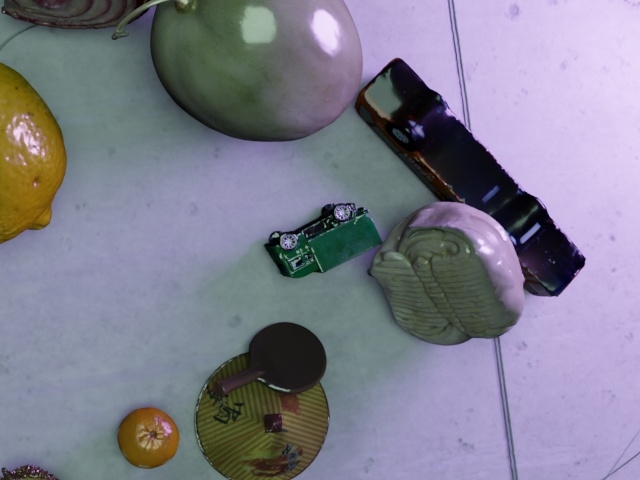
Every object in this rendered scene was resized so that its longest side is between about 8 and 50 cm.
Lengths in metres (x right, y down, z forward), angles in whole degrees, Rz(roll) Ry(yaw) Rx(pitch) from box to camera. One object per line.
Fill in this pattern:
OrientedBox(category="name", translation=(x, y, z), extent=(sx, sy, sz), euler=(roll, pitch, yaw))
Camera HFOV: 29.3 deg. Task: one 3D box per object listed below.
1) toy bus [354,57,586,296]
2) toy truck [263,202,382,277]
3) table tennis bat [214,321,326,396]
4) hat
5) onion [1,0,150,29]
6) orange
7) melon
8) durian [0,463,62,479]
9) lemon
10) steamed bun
OrientedBox(category="toy bus", translation=(0.212, -0.085, 1.750), extent=(0.409, 0.092, 0.093), euler=(46, 76, -9))
OrientedBox(category="toy truck", translation=(0.000, 0.000, 1.707), extent=(0.147, 0.065, 0.079), euler=(-25, 98, -15))
OrientedBox(category="table tennis bat", translation=(-0.054, 0.145, 1.638), extent=(0.170, 0.119, 0.107), euler=(-23, 67, -29))
OrientedBox(category="hat", translation=(-0.072, 0.248, 1.674), extent=(0.193, 0.082, 0.193), euler=(0, 89, -13))
OrientedBox(category="onion", translation=(-0.300, -0.397, 1.572), extent=(0.207, 0.216, 0.206), euler=(9, 70, -25))
OrientedBox(category="orange", translation=(-0.230, 0.265, 1.638), extent=(0.083, 0.070, 0.083), euler=(2, 84, -15))
OrientedBox(category="melon", translation=(-0.082, -0.254, 1.584), extent=(0.272, 0.308, 0.271), euler=(-5, 72, 15))
OrientedBox(category="durian", translation=(-0.379, 0.339, 1.596), extent=(0.110, 0.071, 0.140), euler=(-29, 112, -8))
OrientedBox(category="lemon", translation=(-0.431, -0.106, 1.513), extent=(0.228, 0.228, 0.253), euler=(-42, 139, -12))
OrientedBox(category="steamed bun", translation=(0.184, 0.033, 1.693), extent=(0.218, 0.211, 0.144), euler=(57, 47, -31))
